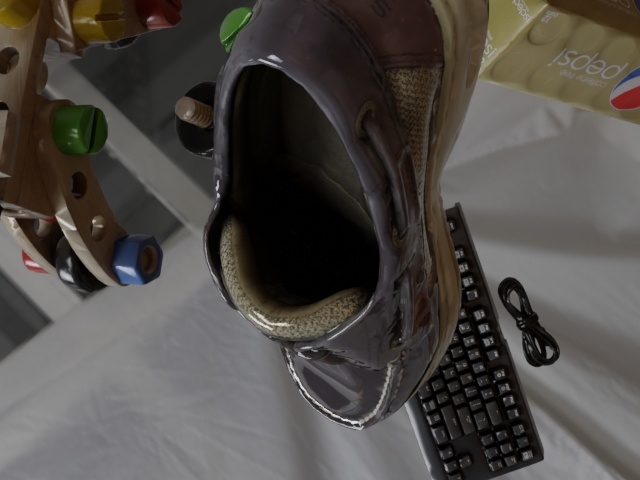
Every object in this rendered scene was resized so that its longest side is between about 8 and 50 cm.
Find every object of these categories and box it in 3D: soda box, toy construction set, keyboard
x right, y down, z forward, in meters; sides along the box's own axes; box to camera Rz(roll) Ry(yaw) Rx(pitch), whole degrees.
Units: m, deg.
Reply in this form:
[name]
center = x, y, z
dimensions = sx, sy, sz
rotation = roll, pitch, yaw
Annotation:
[soda box]
center = 0.160, -0.118, 0.634
dimensions = 0.181, 0.058, 0.061
rotation = 7, -39, -39
[toy construction set]
center = -0.238, -0.114, 0.777
dimensions = 0.237, 0.309, 0.257
rotation = 13, -76, -60
[keyboard]
center = 0.098, 0.068, 0.695
dimensions = 0.108, 0.180, 0.023
rotation = -21, 11, -3

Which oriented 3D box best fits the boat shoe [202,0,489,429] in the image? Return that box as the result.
[boat shoe]
center = 0.000, 0.000, 0.426
dimensions = 0.092, 0.103, 0.285
rotation = -47, -22, -31
